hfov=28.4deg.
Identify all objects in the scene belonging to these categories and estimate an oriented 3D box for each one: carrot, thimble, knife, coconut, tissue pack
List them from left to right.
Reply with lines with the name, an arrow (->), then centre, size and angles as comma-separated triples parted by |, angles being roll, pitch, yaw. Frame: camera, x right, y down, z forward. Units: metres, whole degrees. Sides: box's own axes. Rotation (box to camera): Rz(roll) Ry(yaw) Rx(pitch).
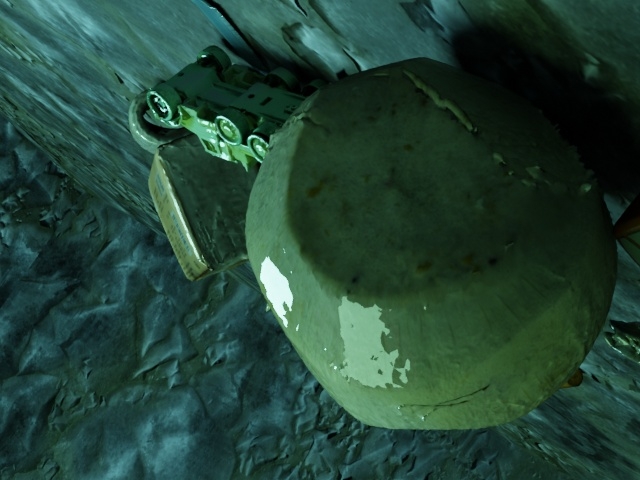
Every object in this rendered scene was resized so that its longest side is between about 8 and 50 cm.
thimble -> -0.259, -0.196, 2.085 | 0.115, 0.102, 0.090 | 5, 173, -9
knife -> -0.137, -0.283, 1.533 | 0.044, 0.019, 0.313 | 24, 168, 34
tissue pack -> -0.145, -0.070, 2.066 | 0.238, 0.239, 0.305 | 35, 169, -5
coconut -> 0.108, 0.011, 1.219 | 0.346, 0.346, 0.360 | 29, 167, 24
carrot -> 0.400, 0.234, 2.184 | 0.055, 0.055, 0.161 | 36, 163, -15

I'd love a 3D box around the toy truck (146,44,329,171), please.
toy truck -> -0.094, -0.142, 1.589 | 0.259, 0.128, 0.135 | 25, 143, 32

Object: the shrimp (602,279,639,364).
shrimp -> 0.447, 0.116, 1.410 | 0.247, 0.085, 0.360 | 50, 160, -28

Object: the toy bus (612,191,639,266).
toy bus -> 0.343, -0.030, 0.974 | 0.092, 0.093, 0.409 | 42, 169, -2
